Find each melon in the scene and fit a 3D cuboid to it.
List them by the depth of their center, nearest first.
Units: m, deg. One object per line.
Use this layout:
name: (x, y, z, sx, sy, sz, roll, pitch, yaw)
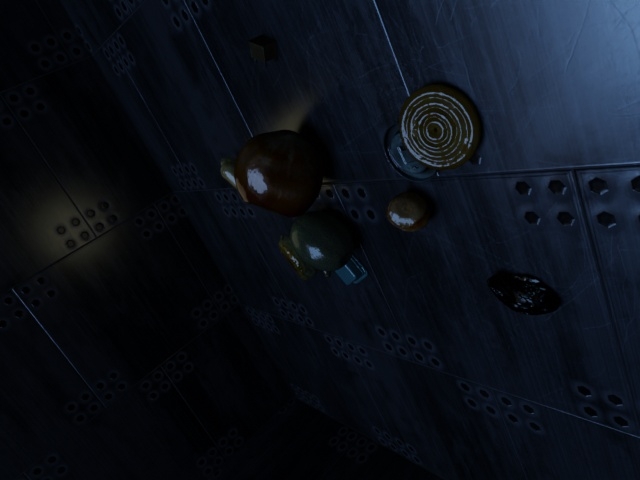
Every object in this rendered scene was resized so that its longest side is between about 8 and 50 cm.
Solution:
melon: (0.000, 0.000, 2.192, 0.302, 0.237, 0.237, 38, 149, 28)

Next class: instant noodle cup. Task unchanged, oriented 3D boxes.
instant noodle cup: (0.123, 0.125, 2.336, 0.179, 0.070, 0.157, 50, 150, 5)

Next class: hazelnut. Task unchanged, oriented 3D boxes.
hazelnut: (0.306, -0.092, 1.755, 0.150, 0.150, 0.150, 36, 148, 27)
hazelnut: (-0.167, -0.273, 2.040, 0.366, 0.366, 0.365, 36, 148, 27)

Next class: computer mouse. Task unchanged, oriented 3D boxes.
computer mouse: (0.646, 0.180, 1.630, 0.242, 0.078, 0.146, 21, 137, 43)

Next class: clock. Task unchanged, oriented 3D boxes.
clock: (0.299, -0.291, 1.630, 0.215, 0.042, 0.214, 35, 147, 27)

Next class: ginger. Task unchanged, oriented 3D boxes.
ginger: (-0.391, -0.322, 2.504, 0.267, 0.138, 0.152, 28, 131, 15)

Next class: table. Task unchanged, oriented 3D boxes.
table: (-0.211, -0.703, 1.869, 0.083, 0.070, 0.082, 32, 145, 31)

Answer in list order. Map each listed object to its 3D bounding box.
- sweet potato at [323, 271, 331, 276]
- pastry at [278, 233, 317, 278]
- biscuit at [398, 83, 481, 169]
sweet potato: (-0.008, 0.065, 2.455, 0.075, 0.075, 0.273, 14, 137, 48)
pastry: (-0.105, 0.081, 2.532, 0.236, 0.121, 0.257, 47, 170, 41)
biscuit: (0.342, -0.324, 1.476, 0.262, 0.037, 0.261, 21, 129, 28)
